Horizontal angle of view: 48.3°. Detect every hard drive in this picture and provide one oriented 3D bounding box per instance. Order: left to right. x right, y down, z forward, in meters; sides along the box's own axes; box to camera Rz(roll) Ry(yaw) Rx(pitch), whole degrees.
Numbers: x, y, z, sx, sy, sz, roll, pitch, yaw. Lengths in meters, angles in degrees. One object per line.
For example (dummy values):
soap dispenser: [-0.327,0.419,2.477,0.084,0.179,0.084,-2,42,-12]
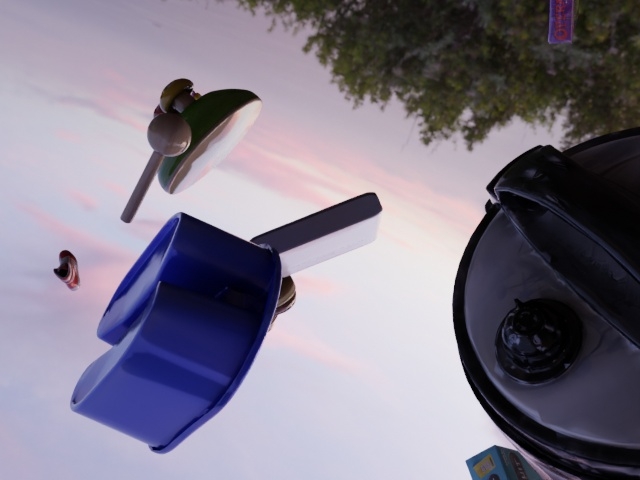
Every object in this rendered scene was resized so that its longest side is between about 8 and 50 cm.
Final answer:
hard drive: [0.000,0.000,1.187,0.203,0.040,0.307,-22,171,0]

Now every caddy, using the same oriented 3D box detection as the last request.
caddy: [-0.172,0.125,0.914,0.179,0.341,0.241,29,-137,-20]

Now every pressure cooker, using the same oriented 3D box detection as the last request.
pressure cooker: [0.334,0.100,0.695,0.369,0.376,0.420,-1,146,36]

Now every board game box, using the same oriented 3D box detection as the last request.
board game box: [0.446,0.551,1.379,0.336,0.079,0.254,25,-143,-39]
board game box: [0.462,-0.569,1.333,0.056,0.347,0.208,2,-149,18]

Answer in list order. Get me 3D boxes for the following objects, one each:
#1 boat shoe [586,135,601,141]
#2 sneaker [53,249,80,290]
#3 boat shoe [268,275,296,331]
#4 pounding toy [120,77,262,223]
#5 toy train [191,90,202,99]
boat shoe: [0.685,-0.113,1.562,0.102,0.108,0.301,14,-147,-38]
sneaker: [-0.606,0.057,1.690,0.118,0.042,0.067,60,175,32]
boat shoe: [-0.135,0.142,1.531,0.342,0.123,0.123,-10,117,56]
pounding toy: [-0.192,-0.152,0.958,0.110,0.183,0.237,45,-143,1]
toy train: [-0.253,-0.267,1.553,0.125,0.046,0.166,24,148,-26]
